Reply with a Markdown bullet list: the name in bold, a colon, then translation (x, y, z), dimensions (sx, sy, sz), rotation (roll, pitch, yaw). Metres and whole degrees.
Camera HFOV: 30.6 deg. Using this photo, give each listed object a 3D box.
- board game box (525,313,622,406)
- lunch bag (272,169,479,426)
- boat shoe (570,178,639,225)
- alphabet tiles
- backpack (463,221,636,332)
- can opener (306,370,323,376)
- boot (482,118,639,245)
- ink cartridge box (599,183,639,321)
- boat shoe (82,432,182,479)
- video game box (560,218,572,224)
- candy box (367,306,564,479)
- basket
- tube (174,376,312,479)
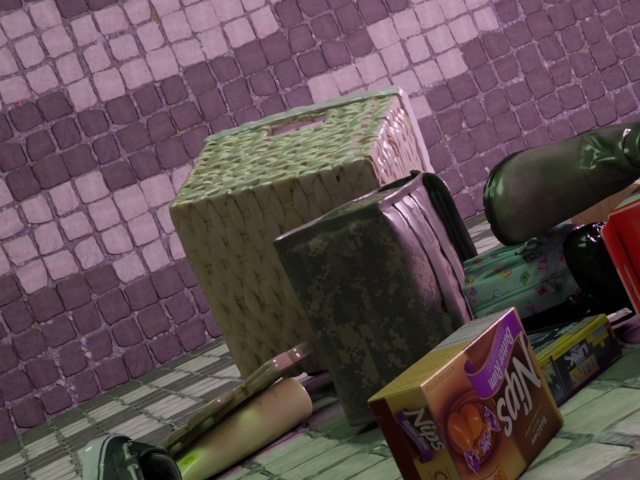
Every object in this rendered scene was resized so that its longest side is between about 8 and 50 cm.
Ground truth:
- **board game box**: translation (0.180, 0.132, 1.102), dimensions (0.170, 0.048, 0.141), rotation (-26, 4, -43)
- **lunch bag**: translation (0.104, 0.051, 1.369), dimensions (0.169, 0.235, 0.287), rotation (-20, 5, 26)
- **boat shoe**: translation (0.493, -0.057, 1.680), dimensions (0.092, 0.102, 0.285), rotation (-19, 2, -42)
- **alphabet tiles**: translation (-0.135, 0.231, 1.521), dimensions (0.284, 0.021, 0.278), rotation (-40, -8, 19)
- **backpack**: translation (0.239, 0.046, 1.227), dimensions (0.182, 0.115, 0.152), rotation (-24, -21, 38)
- **can opener**: translation (0.052, 0.154, 1.835), dimensions (0.186, 0.059, 0.073), rotation (-24, 3, 4)
- **boot**: translation (0.282, -0.078, 1.148), dimensions (0.246, 0.083, 0.161), rotation (-28, 7, -38)
- **ink cartridge box**: translation (0.344, 0.009, 1.104), dimensions (0.078, 0.134, 0.231), rotation (-24, 2, 29)
- **boat shoe**: translation (-0.197, 0.265, 1.259), dimensions (0.102, 0.108, 0.301), rotation (-25, 5, -2)
- **video game box**: translation (0.505, -0.067, 2.150), dimensions (0.205, 0.048, 0.187), rotation (-31, -4, 33)
- **candy box**: translation (0.118, 0.134, 0.908), dimensions (0.053, 0.109, 0.187), rotation (-23, 2, 35)
- **basket**: translation (0.000, 0.000, 1.684), dimensions (0.328, 0.331, 0.266), rotation (-13, 24, 18)
- **tube**: translation (-0.113, 0.248, 1.428), dimensions (0.240, 0.062, 0.070), rotation (-31, -39, -35)
